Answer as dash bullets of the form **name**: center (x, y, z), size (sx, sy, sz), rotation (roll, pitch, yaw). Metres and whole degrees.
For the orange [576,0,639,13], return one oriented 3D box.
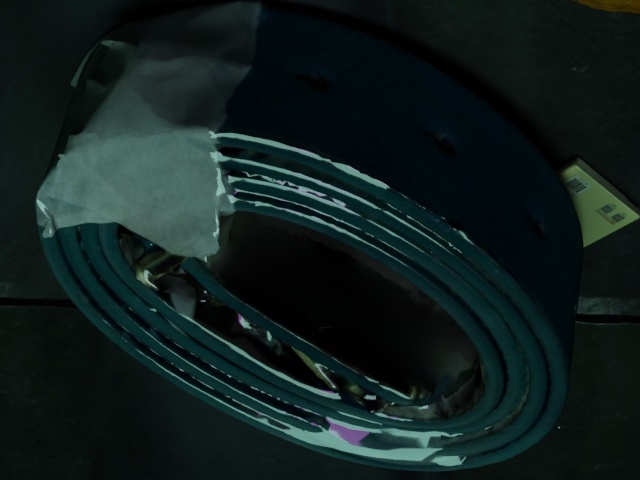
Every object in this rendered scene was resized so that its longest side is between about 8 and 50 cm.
- **orange**: center (0.210, -0.288, 0.975), size (0.322, 0.322, 0.357), rotation (12, 137, -5)

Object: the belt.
- **belt**: center (0.001, 0.000, 1.476), size (0.436, 0.173, 0.300), rotation (29, 134, -22)

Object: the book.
- **book**: center (0.183, -0.019, 1.544), size (0.077, 0.014, 0.111), rotation (37, 132, -28)
